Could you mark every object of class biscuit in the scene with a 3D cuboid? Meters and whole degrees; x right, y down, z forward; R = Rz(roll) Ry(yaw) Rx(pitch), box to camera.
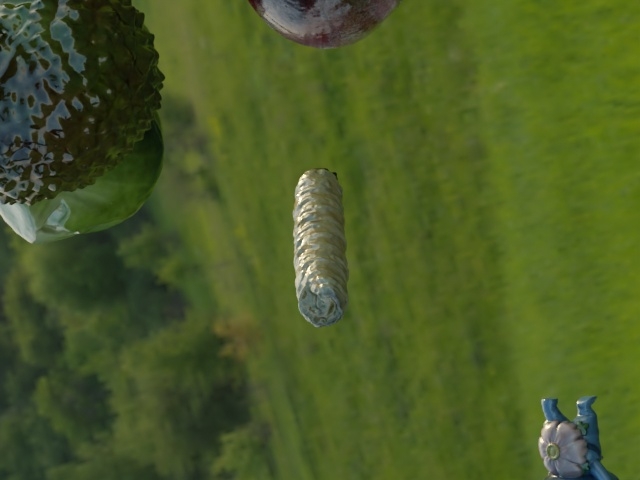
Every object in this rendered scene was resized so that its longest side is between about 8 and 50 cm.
[{"bbox_3d":[0.000,0.000,1.642,0.219,0.055,0.061,-93,10,-51],"label":"biscuit"}]

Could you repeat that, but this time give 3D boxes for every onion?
[{"bbox_3d":[0.003,-0.232,1.304,0.195,0.160,0.159,-70,-32,-80],"label":"onion"}]

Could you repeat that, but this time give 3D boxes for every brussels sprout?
[{"bbox_3d":[-0.324,-0.109,2.117,0.219,0.271,0.210,48,141,-13],"label":"brussels sprout"}]

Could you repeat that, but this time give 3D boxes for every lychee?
[{"bbox_3d":[-0.299,-0.160,1.618,0.270,0.320,0.270,-24,53,35],"label":"lychee"}]

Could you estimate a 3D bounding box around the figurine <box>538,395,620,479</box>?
[{"bbox_3d":[0.308,0.273,1.930,0.144,0.114,0.178,-2,-92,-70],"label":"figurine"}]
